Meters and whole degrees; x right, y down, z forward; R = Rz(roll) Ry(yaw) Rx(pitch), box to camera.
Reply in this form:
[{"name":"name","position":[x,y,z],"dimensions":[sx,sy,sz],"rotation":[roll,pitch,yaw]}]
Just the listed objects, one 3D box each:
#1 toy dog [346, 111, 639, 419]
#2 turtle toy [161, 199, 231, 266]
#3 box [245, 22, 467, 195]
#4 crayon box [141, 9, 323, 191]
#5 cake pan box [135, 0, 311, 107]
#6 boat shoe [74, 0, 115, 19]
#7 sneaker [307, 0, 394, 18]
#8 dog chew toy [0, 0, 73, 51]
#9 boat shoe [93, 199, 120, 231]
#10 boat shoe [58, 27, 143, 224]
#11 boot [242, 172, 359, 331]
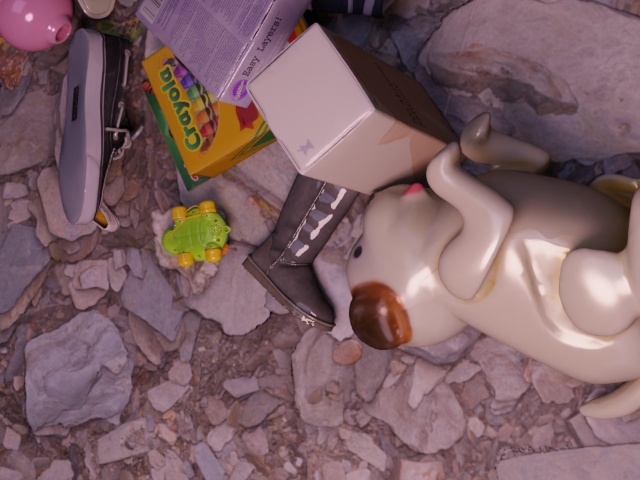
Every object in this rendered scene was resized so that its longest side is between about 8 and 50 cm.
[{"name":"toy dog","position":[0.232,0.028,1.290],"dimensions":[0.407,0.284,0.395],"rotation":[1,126,23]},{"name":"turtle toy","position":[-0.190,-0.007,1.563],"dimensions":[0.130,0.066,0.095],"rotation":[-9,85,25]},{"name":"box","position":[0.057,-0.150,1.310],"dimensions":[0.121,0.311,0.148],"rotation":[-39,70,19]},{"name":"crayon box","position":[-0.131,-0.229,1.528],"dimensions":[0.318,0.081,0.202],"rotation":[-29,79,22]},{"name":"cake pan box","position":[-0.125,-0.349,1.412],"dimensions":[0.246,0.070,0.267],"rotation":[46,113,37]},{"name":"boat shoe","position":[-0.390,-0.465,1.660],"dimensions":[0.079,0.084,0.233],"rotation":[-19,89,59]},{"name":"sneaker","position":[0.066,-0.440,1.431],"dimensions":[0.153,0.099,0.282],"rotation":[14,80,6]},{"name":"dog chew toy","position":[-0.536,-0.424,1.656],"dimensions":[0.332,0.206,0.207],"rotation":[37,105,11]},{"name":"boat shoe","position":[-0.368,-0.051,1.660],"dimensions":[0.100,0.035,0.035],"rotation":[46,108,17]},{"name":"boat shoe","position":[-0.343,-0.174,1.611],"dimensions":[0.113,0.105,0.306],"rotation":[-14,74,52]},{"name":"boot","position":[0.000,0.000,1.482],"dimensions":[0.189,0.076,0.208],"rotation":[41,99,17]}]
